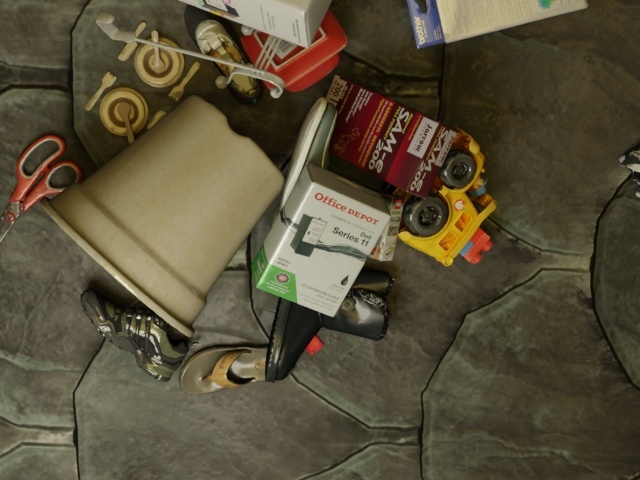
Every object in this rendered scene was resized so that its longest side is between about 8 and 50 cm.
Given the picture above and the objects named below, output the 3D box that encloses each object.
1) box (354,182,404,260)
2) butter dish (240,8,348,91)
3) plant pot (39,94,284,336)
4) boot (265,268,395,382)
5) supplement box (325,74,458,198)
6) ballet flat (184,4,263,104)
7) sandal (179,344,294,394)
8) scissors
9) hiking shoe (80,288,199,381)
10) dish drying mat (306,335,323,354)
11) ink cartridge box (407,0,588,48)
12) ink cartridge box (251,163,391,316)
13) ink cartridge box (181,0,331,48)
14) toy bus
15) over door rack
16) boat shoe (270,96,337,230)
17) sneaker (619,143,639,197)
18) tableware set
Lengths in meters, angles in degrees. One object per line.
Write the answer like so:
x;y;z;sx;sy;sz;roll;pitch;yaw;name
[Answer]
0.047;-0.045;1.649;0.036;0.207;0.114;-1;106;-49;box
-0.032;-0.322;1.621;0.160;0.118;0.160;-32;58;4;butter dish
-0.237;-0.062;1.574;0.334;0.334;0.305;44;84;-11;plant pot
0.018;0.157;1.714;0.207;0.094;0.246;14;83;-5;boot
0.102;-0.179;1.604;0.239;0.073;0.130;30;100;35;supplement box
-0.166;-0.325;1.628;0.074;0.074;0.203;-33;102;3;ballet flat
-0.155;0.244;1.749;0.219;0.060;0.090;-4;102;-4;sandal
-0.551;-0.064;1.679;0.297;0.021;0.109;-41;104;5;scissors
-0.333;0.151;1.716;0.227;0.086;0.114;45;82;-17;hiking shoe
-0.031;0.177;1.772;0.032;0.008;0.083;-38;102;3;dish drying mat
0.294;-0.459;1.641;0.311;0.065;0.186;-15;102;-4;ink cartridge box
0.000;0.000;1.548;0.153;0.087;0.208;22;110;-18;ink cartridge box
-0.108;-0.451;1.456;0.278;0.117;0.201;22;76;8;ink cartridge box
0.239;-0.064;1.685;0.211;0.149;0.220;35;94;-23;toy bus
-0.166;-0.388;1.557;0.324;0.108;0.239;21;74;8;over door rack
-0.013;-0.086;1.618;0.099;0.116;0.319;15;107;-8;boat shoe
0.618;-0.179;1.706;0.153;0.094;0.235;-8;112;-11;sneaker
-0.314;-0.268;1.643;0.128;0.039;0.194;35;97;-10;tableware set
